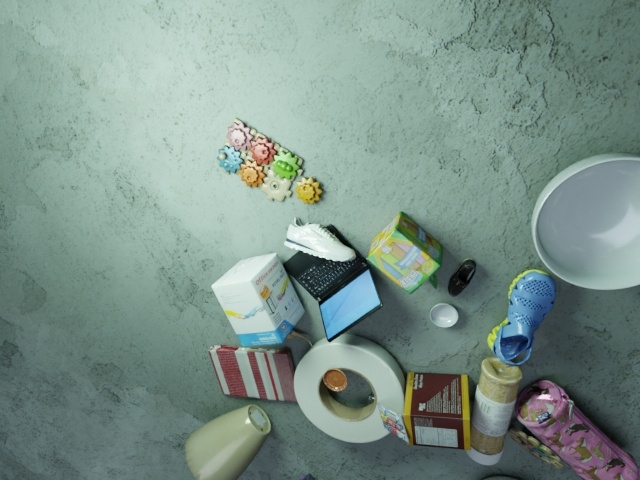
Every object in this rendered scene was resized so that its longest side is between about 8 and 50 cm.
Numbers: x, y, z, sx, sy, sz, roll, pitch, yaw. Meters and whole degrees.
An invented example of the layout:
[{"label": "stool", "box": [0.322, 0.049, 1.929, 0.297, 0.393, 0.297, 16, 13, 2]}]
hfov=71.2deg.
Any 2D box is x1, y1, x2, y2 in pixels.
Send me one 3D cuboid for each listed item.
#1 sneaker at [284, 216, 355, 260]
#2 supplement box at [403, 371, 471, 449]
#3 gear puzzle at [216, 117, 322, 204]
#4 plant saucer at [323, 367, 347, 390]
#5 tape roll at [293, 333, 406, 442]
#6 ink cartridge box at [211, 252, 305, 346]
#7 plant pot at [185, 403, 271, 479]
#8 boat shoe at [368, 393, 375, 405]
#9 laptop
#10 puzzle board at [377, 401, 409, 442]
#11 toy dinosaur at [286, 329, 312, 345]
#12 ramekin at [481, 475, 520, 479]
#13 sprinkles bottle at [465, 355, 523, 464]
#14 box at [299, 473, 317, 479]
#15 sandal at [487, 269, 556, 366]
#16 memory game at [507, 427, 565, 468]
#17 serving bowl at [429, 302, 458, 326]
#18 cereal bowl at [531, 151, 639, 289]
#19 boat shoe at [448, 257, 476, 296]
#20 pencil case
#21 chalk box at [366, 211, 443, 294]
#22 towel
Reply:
[{"label": "sneaker", "box": [0.000, 0.000, 1.320, 0.234, 0.090, 0.095, 17, 90, 25]}, {"label": "supplement box", "box": [0.372, 0.536, 1.422, 0.193, 0.191, 0.129, -3, 115, 17]}, {"label": "gear puzzle", "box": [-0.150, -0.201, 1.316, 0.338, 0.044, 0.176, 32, 119, 0]}, {"label": "plant saucer", "box": [0.051, 0.461, 1.484, 0.083, 0.013, 0.084, 6, 108, 18]}, {"label": "tape roll", "box": [0.099, 0.510, 1.530, 0.391, 0.072, 0.393, 6, 107, 18]}, {"label": "ink cartridge box", "box": [-0.193, 0.187, 1.423, 0.168, 0.171, 0.233, -12, 112, 32]}, {"label": "plant pot", "box": [-0.332, 0.767, 1.726, 0.274, 0.256, 0.256, -43, 98, 11]}, {"label": "boat shoe", "box": [0.189, 0.608, 1.595, 0.040, 0.049, 0.142, 10, 111, 21]}, {"label": "laptop", "box": [0.028, 0.133, 1.367, 0.264, 0.137, 0.234, 46, 117, -8]}, {"label": "puzzle board", "box": [0.227, 0.575, 1.414, 0.128, 0.011, 0.097, -2, 108, 62]}, {"label": "toy dinosaur", "box": [-0.110, 0.314, 1.550, 0.182, 0.053, 0.093, 3, 130, 23]}, {"label": "ramekin", "box": [0.656, 0.957, 1.573, 0.272, 0.127, 0.273, 7, 116, 14]}, {"label": "sprinkles bottle", "box": [0.543, 0.542, 1.416, 0.121, 0.121, 0.356, 8, 116, 13]}, {"label": "box", "box": [-0.072, 1.110, 1.772, 0.143, 0.270, 0.165, 39, 119, -4]}, {"label": "sandal", "box": [0.573, 0.232, 1.258, 0.126, 0.138, 0.318, 15, 116, 11]}, {"label": "memory game", "box": [0.682, 0.662, 1.424, 0.186, 0.012, 0.186, 36, 163, 13]}, {"label": "serving bowl", "box": [0.378, 0.224, 1.369, 0.083, 0.027, 0.084, 7, 116, 14]}, {"label": "cereal bowl", "box": [0.691, -0.056, 1.086, 0.338, 0.141, 0.339, 6, 115, 14]}, {"label": "boat shoe", "box": [0.410, 0.114, 1.303, 0.048, 0.042, 0.133, 23, 120, 3]}, {"label": "pencil case", "box": [0.781, 0.605, 1.360, 0.386, 0.167, 0.160, 43, 85, -6]}, {"label": "chalk box", "box": [0.259, 0.049, 1.265, 0.213, 0.132, 0.132, 38, 119, -4]}, {"label": "towel", "box": [-0.246, 0.499, 1.675, 0.328, 0.037, 0.237, -1, 116, 18]}]
